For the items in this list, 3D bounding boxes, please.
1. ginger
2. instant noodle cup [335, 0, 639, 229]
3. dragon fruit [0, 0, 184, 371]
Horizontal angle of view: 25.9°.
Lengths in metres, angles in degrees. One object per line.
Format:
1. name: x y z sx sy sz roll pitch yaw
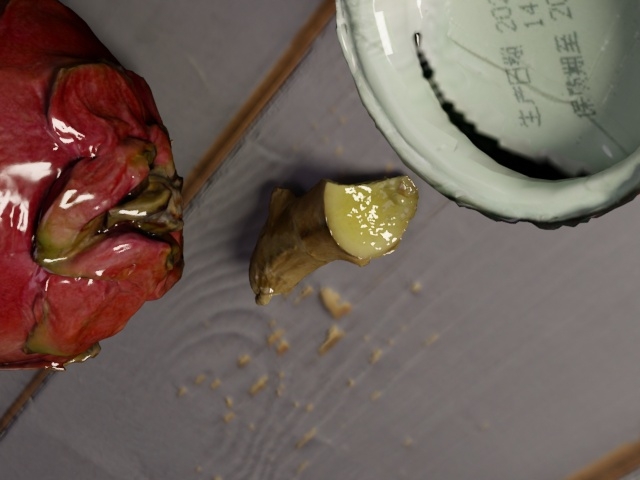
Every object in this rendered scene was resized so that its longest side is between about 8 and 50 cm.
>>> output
1. ginger: -0.001 -0.006 0.784 0.057 0.044 0.137 48 142 -14
2. instant noodle cup: 0.121 -0.102 0.478 0.193 0.212 0.193 23 127 34
3. dragon fruit: -0.214 -0.040 0.840 0.315 0.250 0.250 48 140 38
